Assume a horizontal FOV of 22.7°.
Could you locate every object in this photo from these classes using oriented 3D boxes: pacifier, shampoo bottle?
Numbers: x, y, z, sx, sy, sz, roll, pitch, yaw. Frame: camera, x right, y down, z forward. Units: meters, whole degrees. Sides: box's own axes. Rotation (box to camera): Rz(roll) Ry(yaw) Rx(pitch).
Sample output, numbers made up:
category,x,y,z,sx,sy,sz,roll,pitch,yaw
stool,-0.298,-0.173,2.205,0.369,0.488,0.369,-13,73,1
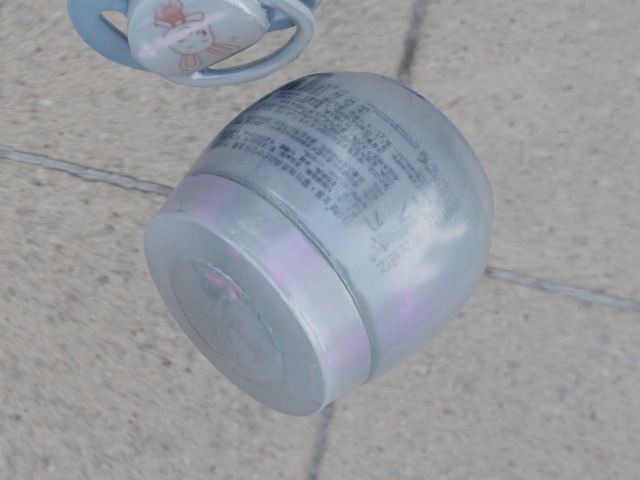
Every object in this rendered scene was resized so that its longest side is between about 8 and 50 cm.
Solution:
category,x,y,z,sx,sy,sz,roll,pitch,yaw
pacifier,-0.121,-0.289,1.691,0.238,0.287,0.226,31,47,-45
shampoo bottle,0.000,0.000,1.459,0.266,0.273,0.273,-41,105,-24
